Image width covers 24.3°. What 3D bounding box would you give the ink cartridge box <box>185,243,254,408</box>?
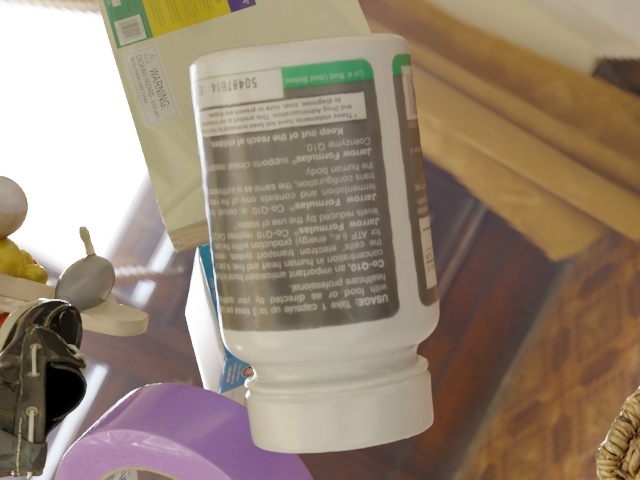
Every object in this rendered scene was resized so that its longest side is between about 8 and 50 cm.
[{"bbox_3d":[-0.032,0.102,1.854,0.171,0.233,0.168,105,153,-54],"label":"ink cartridge box"}]

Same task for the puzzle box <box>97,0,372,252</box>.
[{"bbox_3d":[-0.082,-0.203,1.601,0.052,0.272,0.408,75,177,-60],"label":"puzzle box"}]

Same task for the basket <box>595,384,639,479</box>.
[{"bbox_3d":[0.382,0.171,1.284,0.299,0.223,0.213,-51,-15,-22],"label":"basket"}]

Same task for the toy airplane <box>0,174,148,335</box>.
[{"bbox_3d":[-0.464,0.040,1.944,0.384,0.386,0.272,8,81,54],"label":"toy airplane"}]

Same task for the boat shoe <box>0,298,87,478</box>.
[{"bbox_3d":[-0.203,0.107,1.076,0.233,0.079,0.084,-74,-18,-71],"label":"boat shoe"}]

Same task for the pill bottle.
[{"bbox_3d":[0.000,0.000,1.363,0.204,0.204,0.361,-177,80,-69],"label":"pill bottle"}]

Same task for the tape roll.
[{"bbox_3d":[-0.132,0.282,1.506,0.275,0.275,0.090,-45,2,40],"label":"tape roll"}]
